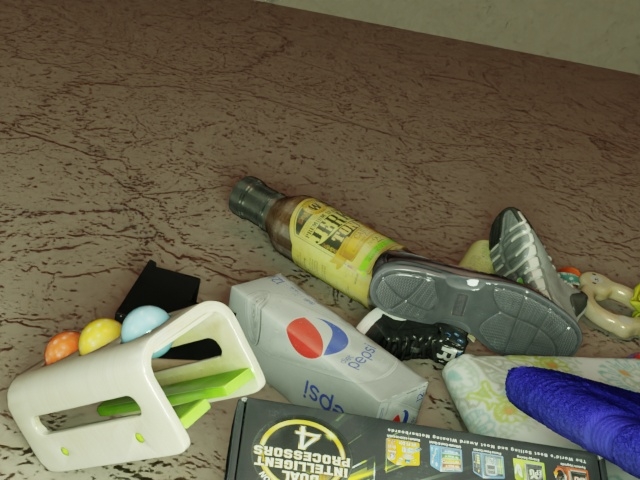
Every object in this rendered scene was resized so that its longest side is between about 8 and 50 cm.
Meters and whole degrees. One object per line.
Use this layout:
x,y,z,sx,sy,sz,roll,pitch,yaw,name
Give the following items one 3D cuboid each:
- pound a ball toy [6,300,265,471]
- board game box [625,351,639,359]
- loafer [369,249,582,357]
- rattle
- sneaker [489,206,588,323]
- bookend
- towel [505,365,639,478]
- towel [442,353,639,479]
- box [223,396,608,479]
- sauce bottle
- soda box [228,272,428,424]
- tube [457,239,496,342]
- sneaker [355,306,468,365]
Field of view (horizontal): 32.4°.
-0.196,0.131,1.186,0.319,0.136,0.208,-18,13,46,pound a ball toy
0.534,0.201,1.634,0.133,0.033,0.169,0,29,-25,board game box
0.215,0.078,1.515,0.302,0.109,0.095,18,28,-6,loafer
0.461,0.056,1.774,0.130,0.143,0.200,-21,45,-20,rattle
0.352,0.058,1.740,0.132,0.086,0.229,11,54,-35,sneaker
-0.179,0.108,1.452,0.156,0.072,0.157,14,26,1,bookend
0.359,0.210,1.146,0.227,0.076,0.308,24,0,-28,towel
0.372,0.264,1.384,0.374,0.090,0.320,4,26,-19,towel
0.090,0.325,1.054,0.394,0.097,0.318,11,44,-4,box
0.000,0.000,1.700,0.344,0.111,0.111,29,31,29,sauce bottle
-0.002,0.155,1.412,0.091,0.098,0.286,-14,38,-42,soda box
0.232,0.071,1.722,0.070,0.062,0.240,8,26,17,tube
0.134,0.140,1.521,0.121,0.079,0.217,29,31,26,sneaker
